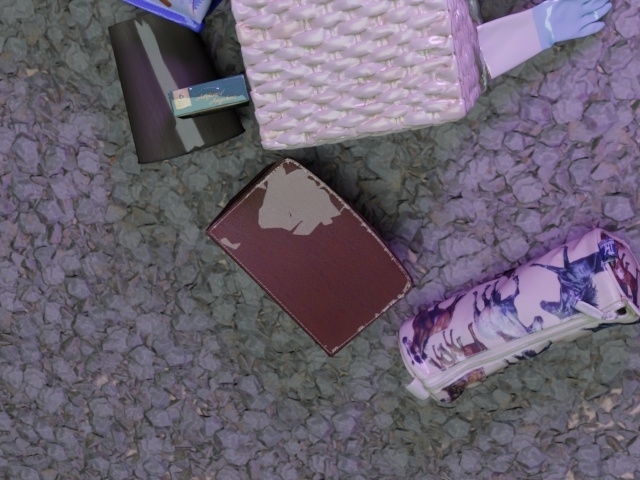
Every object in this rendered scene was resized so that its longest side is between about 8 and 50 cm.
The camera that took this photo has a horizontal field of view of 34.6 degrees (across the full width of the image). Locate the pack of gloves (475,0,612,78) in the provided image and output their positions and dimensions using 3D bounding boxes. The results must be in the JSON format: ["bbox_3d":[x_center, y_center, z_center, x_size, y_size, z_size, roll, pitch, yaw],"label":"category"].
[{"bbox_3d":[0.326,-0.366,1.486,0.232,0.046,0.195,-25,110,-11],"label":"pack of gloves"}]

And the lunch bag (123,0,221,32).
[{"bbox_3d":[-0.291,-0.546,1.518,0.385,0.239,0.328,19,118,-3],"label":"lunch bag"}]

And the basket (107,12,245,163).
[{"bbox_3d":[-0.247,-0.259,1.676,0.204,0.154,0.227,-8,107,32],"label":"basket"}]

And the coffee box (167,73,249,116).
[{"bbox_3d":[-0.162,-0.209,1.521,0.113,0.184,0.041,-13,96,-4],"label":"coffee box"}]

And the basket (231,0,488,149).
[{"bbox_3d":[0.061,-0.324,1.511,0.331,0.266,0.328,-7,110,14],"label":"basket"}]

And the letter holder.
[{"bbox_3d":[0.000,0.000,1.726,0.302,0.152,0.214,45,113,-8],"label":"letter holder"}]

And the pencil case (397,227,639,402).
[{"bbox_3d":[0.326,0.131,1.685,0.410,0.183,0.160,-28,104,23],"label":"pencil case"}]
